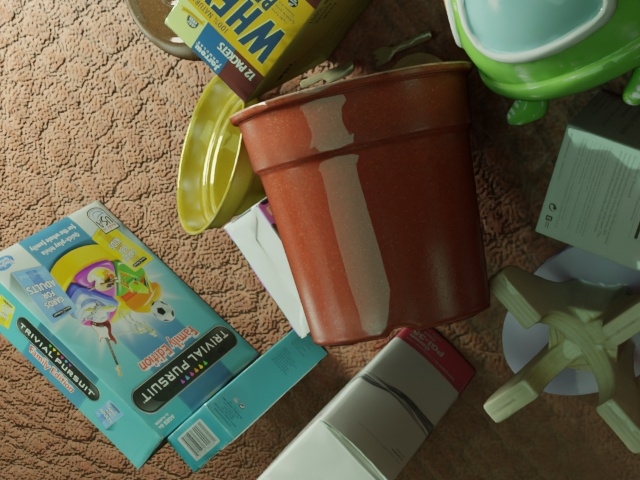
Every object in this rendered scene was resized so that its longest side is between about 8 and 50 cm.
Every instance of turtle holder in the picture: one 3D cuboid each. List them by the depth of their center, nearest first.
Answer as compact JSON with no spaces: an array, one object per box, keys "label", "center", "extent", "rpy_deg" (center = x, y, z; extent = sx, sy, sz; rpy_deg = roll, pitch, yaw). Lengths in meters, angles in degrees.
[{"label":"turtle holder","center":[0.255,-0.266,1.137],"extent":[0.227,0.243,0.320],"rpy_deg":[50,161,-28]}]

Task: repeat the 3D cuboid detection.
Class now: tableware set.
[{"label":"tableware set","center":[0.080,-0.166,1.448],"extent":[0.194,0.039,0.128],"rpy_deg":[-18,90,29]}]

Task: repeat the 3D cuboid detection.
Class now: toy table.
[{"label":"toy table","center":[0.305,0.112,1.368],"extent":[0.252,0.161,0.274],"rpy_deg":[40,124,8]}]

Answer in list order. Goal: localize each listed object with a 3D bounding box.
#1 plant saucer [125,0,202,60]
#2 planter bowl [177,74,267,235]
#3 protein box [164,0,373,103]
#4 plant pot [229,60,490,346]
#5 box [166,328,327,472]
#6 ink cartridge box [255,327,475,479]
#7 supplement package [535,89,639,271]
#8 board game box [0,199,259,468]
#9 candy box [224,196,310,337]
[{"label":"plant saucer","center":[-0.184,-0.325,1.528],"extent":[0.198,0.036,0.199],"rpy_deg":[12,118,24]},{"label":"planter bowl","center":[-0.104,-0.104,1.520],"extent":[0.090,0.217,0.217],"rpy_deg":[13,129,-25]},{"label":"protein box","center":[-0.033,-0.294,1.352],"extent":[0.136,0.201,0.200],"rpy_deg":[45,126,5]},{"label":"plant pot","center":[0.061,-0.034,1.296],"extent":[0.272,0.272,0.265],"rpy_deg":[-12,91,33]},{"label":"box","center":[-0.094,0.206,1.584],"extent":[0.060,0.244,0.100],"rpy_deg":[48,126,3]},{"label":"ink cartridge box","center":[0.050,0.248,1.497],"extent":[0.117,0.283,0.207],"rpy_deg":[44,125,5]},{"label":"supplement package","center":[0.379,-0.046,1.267],"extent":[0.244,0.139,0.134],"rpy_deg":[22,122,18]},{"label":"board game box","center":[-0.283,0.119,1.649],"extent":[0.336,0.254,0.079],"rpy_deg":[42,125,6]},{"label":"candy box","center":[0.000,0.000,1.467],"extent":[0.070,0.196,0.165],"rpy_deg":[-33,93,40]}]
